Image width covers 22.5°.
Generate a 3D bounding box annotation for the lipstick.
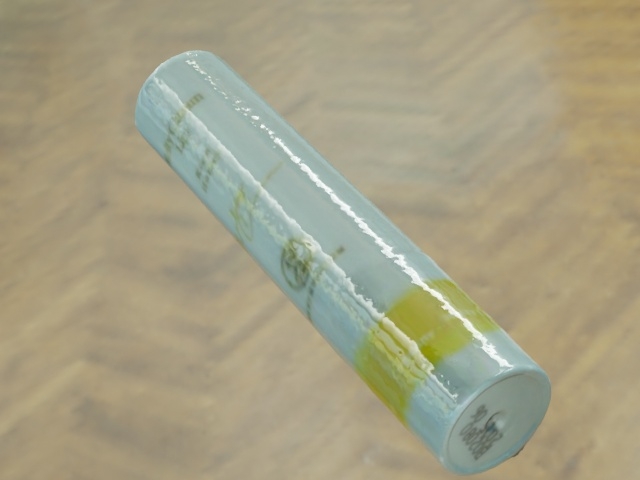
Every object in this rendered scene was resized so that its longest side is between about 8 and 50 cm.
[{"bbox_3d":[0.000,0.000,0.717,0.059,0.059,0.264,-30,48,-17],"label":"lipstick"}]
